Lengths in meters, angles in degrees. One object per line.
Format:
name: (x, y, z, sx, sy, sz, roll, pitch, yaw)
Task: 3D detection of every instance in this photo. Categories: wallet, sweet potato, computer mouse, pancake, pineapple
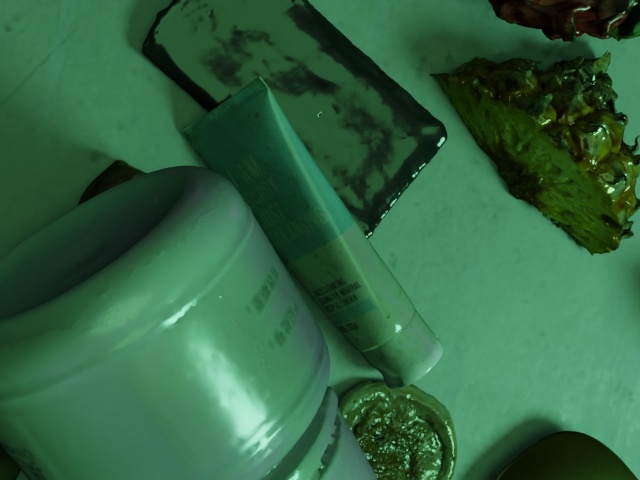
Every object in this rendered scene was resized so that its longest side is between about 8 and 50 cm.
wallet: (-0.021, -0.141, 0.921, 0.285, 0.030, 0.146, 41, 86, -11)
sweet potato: (-0.199, -0.026, 0.874, 0.117, 0.049, 0.049, -46, 101, -8)
computer mouse: (0.292, 0.339, 0.995, 0.158, 0.072, 0.310, -36, 101, -7)
pancake: (0.065, 0.211, 0.958, 0.152, 0.025, 0.151, -1, 94, -14)
pineapple: (0.257, -0.114, 0.936, 0.164, 0.140, 0.249, -38, 97, -11)

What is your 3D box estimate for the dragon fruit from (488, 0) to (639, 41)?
dragon fruit: (0.230, -0.316, 0.887, 0.234, 0.234, 0.293, -18, 84, -12)

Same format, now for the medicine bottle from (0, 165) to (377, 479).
medicine bottle: (-0.112, 0.131, 0.787, 0.256, 0.256, 0.324, -33, 114, -10)

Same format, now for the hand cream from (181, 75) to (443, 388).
hand cream: (0.000, 0.000, 0.901, 0.312, 0.111, 0.070, 51, 40, -12)

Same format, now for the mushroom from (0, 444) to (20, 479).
mushroom: (-0.398, 0.195, 0.750, 0.292, 0.217, 0.211, 26, 91, -14)
